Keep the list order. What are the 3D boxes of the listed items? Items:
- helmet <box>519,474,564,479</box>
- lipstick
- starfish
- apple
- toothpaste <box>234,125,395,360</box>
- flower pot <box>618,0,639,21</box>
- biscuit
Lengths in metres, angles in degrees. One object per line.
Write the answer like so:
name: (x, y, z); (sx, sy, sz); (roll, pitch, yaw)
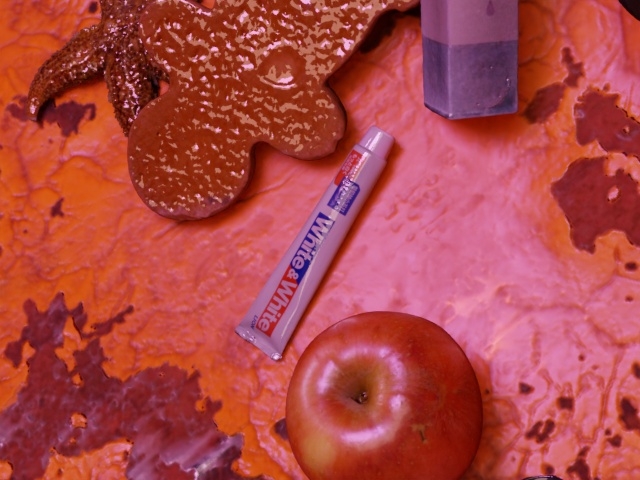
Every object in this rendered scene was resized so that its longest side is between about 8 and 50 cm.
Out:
helmet: (0.167, 0.229, 1.296); (0.084, 0.049, 0.065); (-19, 39, -15)
lipstick: (0.120, -0.262, 1.315); (0.066, 0.068, 0.317); (-7, 107, -15)
starfish: (-0.171, -0.176, 1.476); (0.240, 0.043, 0.227); (-32, 72, 10)
apple: (0.053, 0.141, 1.304); (0.163, 0.139, 0.163); (-9, 66, 22)
toothpaste: (0.000, 0.000, 1.400); (0.052, 0.033, 0.218); (32, 94, 23)
flower pot: (0.262, -0.317, 1.295); (0.166, 0.269, 0.269); (30, 88, 42)
biscuit: (-0.057, -0.159, 1.407); (0.205, 0.049, 0.324); (31, 100, 3)
